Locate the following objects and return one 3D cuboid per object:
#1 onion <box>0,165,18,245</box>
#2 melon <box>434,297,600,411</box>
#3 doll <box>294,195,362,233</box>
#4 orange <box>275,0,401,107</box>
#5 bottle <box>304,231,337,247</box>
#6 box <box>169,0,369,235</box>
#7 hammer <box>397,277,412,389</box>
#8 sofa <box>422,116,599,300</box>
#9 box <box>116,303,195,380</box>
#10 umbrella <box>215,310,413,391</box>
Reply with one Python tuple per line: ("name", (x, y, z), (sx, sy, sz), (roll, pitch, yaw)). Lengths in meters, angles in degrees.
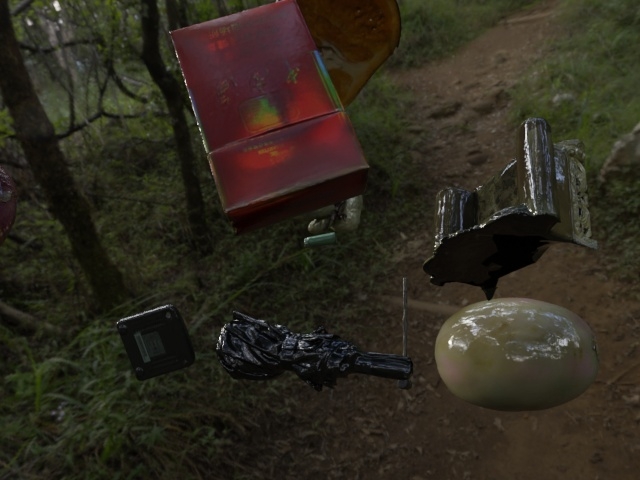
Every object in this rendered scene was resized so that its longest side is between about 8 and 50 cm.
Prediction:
("onion", (-0.584, -0.028, 0.820), (0.229, 0.163, 0.230), (-5, 63, 10))
("melon", (0.378, 0.226, 1.030), (0.316, 0.223, 0.223), (-16, 16, 39))
("doll", (0.028, -0.098, 1.518), (0.278, 0.149, 0.175), (4, -44, -48))
("orange", (0.015, -0.422, 1.075), (0.274, 0.274, 0.310), (-28, 2, -24))
("bottle", (0.000, 0.000, 1.340), (0.083, 0.030, 0.030), (-10, 18, 11))
("box", (-0.078, -0.185, 0.740), (0.197, 0.313, 0.089), (-18, -20, -7))
("hammer", (0.221, 0.239, 1.349), (0.029, 0.292, 0.058), (-3, -19, 19))
("sofa", (0.269, -0.051, 0.800), (0.258, 0.182, 0.200), (-45, 27, 56))
("box", (-0.308, 0.191, 0.969), (0.125, 0.126, 0.027), (-18, 5, 6))
("umbrella", (-0.017, 0.191, 0.859), (0.340, 0.118, 0.118), (3, 24, 18))
